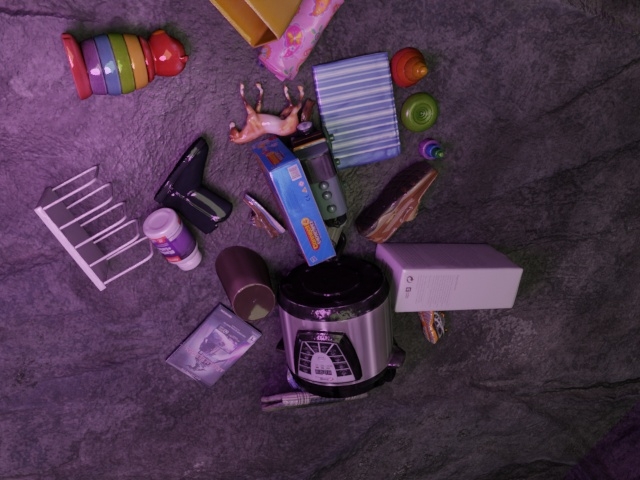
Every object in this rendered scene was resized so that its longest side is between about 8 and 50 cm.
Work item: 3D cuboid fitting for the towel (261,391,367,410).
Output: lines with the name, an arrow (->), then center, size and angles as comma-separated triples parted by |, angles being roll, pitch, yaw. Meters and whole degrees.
towel -> -0.033, 0.557, 1.932 | 0.312, 0.324, 0.056 | 1, 69, -21

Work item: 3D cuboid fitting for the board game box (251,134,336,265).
board game box -> -0.082, -0.123, 1.595 | 0.086, 0.302, 0.308 | -25, 116, -6

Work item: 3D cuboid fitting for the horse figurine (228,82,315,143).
horse figurine -> -0.139, -0.369, 1.607 | 0.263, 0.066, 0.174 | -2, 107, -14

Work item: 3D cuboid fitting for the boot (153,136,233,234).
boot -> -0.341, -0.156, 1.614 | 0.207, 0.094, 0.246 | 33, 106, -23

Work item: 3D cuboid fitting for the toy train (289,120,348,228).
toy train -> 0.002, -0.187, 1.627 | 0.142, 0.190, 0.334 | -16, 130, 4

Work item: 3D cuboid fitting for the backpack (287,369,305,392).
backpack -> -0.068, 0.490, 1.974 | 0.084, 0.105, 0.114 | -18, 121, 15

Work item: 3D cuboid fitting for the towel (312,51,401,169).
towel -> 0.117, -0.395, 1.698 | 0.243, 0.040, 0.336 | -15, 114, -8

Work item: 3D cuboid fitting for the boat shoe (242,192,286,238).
boat shoe -> -0.187, -0.070, 1.717 | 0.066, 0.066, 0.183 | -42, 118, 4

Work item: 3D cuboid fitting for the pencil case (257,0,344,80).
pencil case -> -0.057, -0.583, 1.516 | 0.124, 0.124, 0.284 | 29, 102, -26

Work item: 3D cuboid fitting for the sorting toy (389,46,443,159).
sorting toy -> 0.325, -0.412, 1.700 | 0.127, 0.126, 0.365 | -24, 116, -7

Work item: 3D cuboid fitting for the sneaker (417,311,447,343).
sneaker -> 0.422, 0.283, 2.057 | 0.083, 0.084, 0.214 | -27, 122, -20

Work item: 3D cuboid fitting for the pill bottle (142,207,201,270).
pill bottle -> -0.434, 0.003, 1.630 | 0.108, 0.108, 0.193 | -30, 137, -3

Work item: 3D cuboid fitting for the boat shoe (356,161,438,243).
boat shoe -> 0.264, -0.120, 1.817 | 0.324, 0.122, 0.120 | -44, 123, 13

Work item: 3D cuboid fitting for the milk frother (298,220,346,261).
milk frother -> 0.000, 0.000, 1.796 | 0.129, 0.143, 0.134 | 55, 51, -53

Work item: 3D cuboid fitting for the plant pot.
plant pot -> -0.154, -0.653, 1.413 | 0.187, 0.212, 0.212 | -50, 117, -7

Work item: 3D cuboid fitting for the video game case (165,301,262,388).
video game case -> -0.363, 0.363, 1.870 | 0.274, 0.026, 0.196 | -46, 117, 4

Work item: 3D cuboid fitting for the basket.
basket -> -0.225, 0.143, 1.705 | 0.154, 0.227, 0.204 | -41, 118, 3

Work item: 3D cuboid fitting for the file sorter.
file sorter -> -0.618, -0.046, 1.525 | 0.173, 0.193, 0.277 | -32, 118, -5

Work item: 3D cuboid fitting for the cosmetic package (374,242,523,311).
cosmetic package -> 0.433, 0.122, 1.902 | 0.453, 0.230, 0.161 | 0, 112, -17

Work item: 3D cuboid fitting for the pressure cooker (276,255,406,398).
pressure cooker -> 0.062, 0.305, 1.786 | 0.376, 0.370, 0.420 | -17, 118, -22

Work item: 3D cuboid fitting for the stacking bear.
stacking bear -> -0.492, -0.467, 1.410 | 0.289, 0.175, 0.164 | -16, 114, -19
